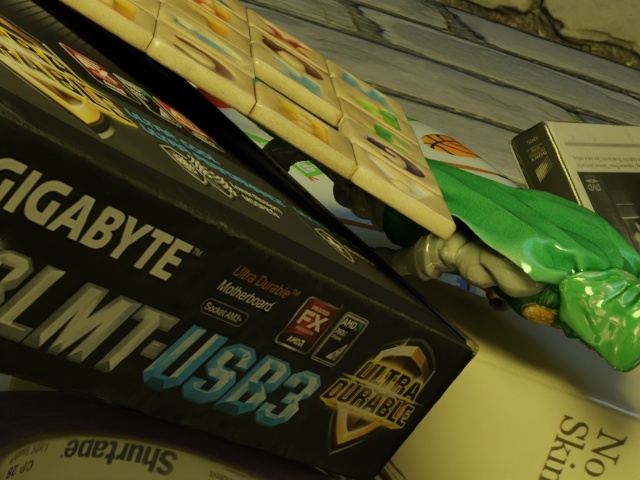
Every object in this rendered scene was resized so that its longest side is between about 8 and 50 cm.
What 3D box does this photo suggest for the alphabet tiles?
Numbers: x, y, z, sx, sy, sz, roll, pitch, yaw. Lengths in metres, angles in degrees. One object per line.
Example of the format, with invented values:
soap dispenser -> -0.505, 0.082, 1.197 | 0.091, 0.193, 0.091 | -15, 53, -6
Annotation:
alphabet tiles -> -0.059, -0.089, 0.694 | 0.237, 0.009, 0.198 | 32, 12, -11

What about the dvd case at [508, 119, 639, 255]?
dvd case -> 0.194, 0.051, 0.978 | 0.179, 0.029, 0.238 | -3, 66, -56

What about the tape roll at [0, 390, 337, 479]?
tape roll -> -0.052, 0.123, 0.574 | 0.189, 0.080, 0.189 | 19, 14, -5

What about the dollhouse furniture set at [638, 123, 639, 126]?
dollhouse furniture set -> 0.224, -0.041, 1.441 | 0.091, 0.114, 0.081 | 20, 18, -6

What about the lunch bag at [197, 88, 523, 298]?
lunch bag -> 0.000, 0.000, 1.034 | 0.243, 0.115, 0.303 | 9, 19, -31

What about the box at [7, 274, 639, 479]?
box -> 0.015, 0.069, 0.800 | 0.275, 0.113, 0.094 | 20, 14, 3

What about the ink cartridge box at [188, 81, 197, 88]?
ink cartridge box -> -0.165, -0.120, 1.017 | 0.119, 0.207, 0.353 | 52, 5, -18

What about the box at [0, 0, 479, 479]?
box -> -0.120, -0.056, 0.612 | 0.293, 0.073, 0.295 | 44, 9, 31

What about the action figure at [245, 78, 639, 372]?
action figure -> 0.060, -0.003, 0.776 | 0.137, 0.063, 0.232 | 12, 12, -36
